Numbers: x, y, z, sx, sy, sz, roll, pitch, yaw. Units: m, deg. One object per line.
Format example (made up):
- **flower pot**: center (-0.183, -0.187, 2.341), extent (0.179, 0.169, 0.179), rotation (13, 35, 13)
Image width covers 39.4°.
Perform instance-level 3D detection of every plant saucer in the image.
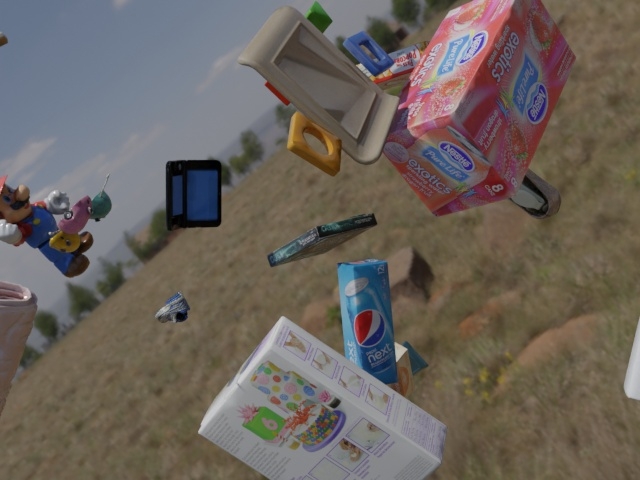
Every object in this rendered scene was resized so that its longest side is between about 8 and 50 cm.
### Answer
- **plant saucer**: center (0.148, 0.270, 1.834), extent (0.018, 0.067, 0.192), rotation (-38, -7, -37)

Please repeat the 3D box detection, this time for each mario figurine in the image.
- **mario figurine**: center (-0.654, -0.052, 2.060), extent (0.170, 0.320, 0.198), rotation (-55, 35, -6)

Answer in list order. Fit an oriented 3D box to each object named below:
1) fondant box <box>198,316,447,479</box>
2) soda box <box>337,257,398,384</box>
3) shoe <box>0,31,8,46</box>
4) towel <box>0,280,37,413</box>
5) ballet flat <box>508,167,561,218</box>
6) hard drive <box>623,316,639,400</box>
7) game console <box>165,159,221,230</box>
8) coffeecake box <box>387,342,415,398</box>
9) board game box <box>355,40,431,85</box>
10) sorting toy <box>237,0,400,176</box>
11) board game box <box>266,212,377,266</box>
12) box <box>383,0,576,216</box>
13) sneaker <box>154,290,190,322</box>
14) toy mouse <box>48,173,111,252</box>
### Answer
- **fondant box**: center (0.003, 0.307, 1.448), extent (0.238, 0.330, 0.096), rotation (-51, 8, 32)
- **soda box**: center (0.079, 0.139, 1.520), extent (0.067, 0.210, 0.071), rotation (-8, 6, -21)
- **shoe**: center (-0.607, -0.335, 1.495), extent (0.219, 0.058, 0.076), rotation (3, 34, 36)
- **towel**: center (-0.511, 0.152, 0.998), extent (0.332, 0.317, 0.053), rotation (-61, 27, 32)
- **ballet flat**: center (0.446, -0.160, 2.173), extent (0.106, 0.316, 0.107), rotation (-46, -13, -53)
- **hard drive**: center (0.529, 0.045, 1.097), extent (0.047, 0.233, 0.353), rotation (-57, -24, -75)
- **game console**: center (-0.222, -0.080, 1.568), extent (0.071, 0.122, 0.107), rotation (2, 7, 10)
- **coffeecake box**: center (0.089, 0.290, 1.652), extent (0.185, 0.068, 0.142), rotation (-47, -34, -24)
- **board game box**: center (0.132, -0.304, 1.591), extent (0.193, 0.045, 0.147), rotation (-14, 3, 29)
- **sorting toy**: center (-0.003, -0.182, 1.075), extent (0.047, 0.196, 0.347), rotation (-45, 13, 34)
- **board game box**: center (0.000, 0.000, 1.589), extent (0.126, 0.026, 0.186), rotation (-14, -9, -34)
- **box**: center (0.218, -0.196, 1.220), extent (0.142, 0.154, 0.300), rotation (-13, 36, 46)
- **sneaker**: center (-0.335, 0.168, 2.044), extent (0.052, 0.058, 0.135), rotation (-38, -4, -35)
- **toy mouse**: center (-0.345, -0.035, 1.320), extent (0.143, 0.031, 0.161), rotation (-49, 0, 5)
